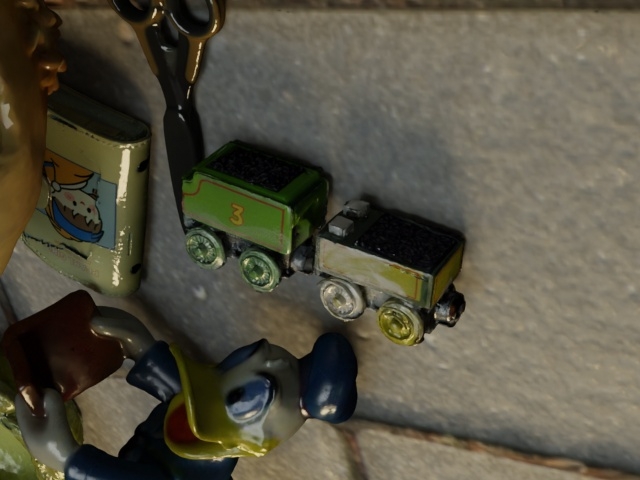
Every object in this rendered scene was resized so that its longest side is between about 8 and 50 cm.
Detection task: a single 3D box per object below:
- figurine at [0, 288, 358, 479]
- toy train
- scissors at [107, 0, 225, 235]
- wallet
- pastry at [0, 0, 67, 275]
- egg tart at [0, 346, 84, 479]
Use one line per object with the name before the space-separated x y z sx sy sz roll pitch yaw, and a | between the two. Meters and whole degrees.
figurine | -0.097 0.138 0.997 0.338 0.204 0.283 -36 97 34
toy train | 0.000 0.000 0.857 0.202 0.060 0.081 20 128 22
scissors | -0.094 -0.085 0.892 0.088 0.017 0.220 16 132 23
wallet | -0.177 -0.036 0.978 0.110 0.039 0.155 26 135 16
pastry | -0.336 -0.129 0.864 0.409 0.245 0.410 22 129 29
egg tart | -0.282 0.166 1.198 0.197 0.078 0.197 22 136 23
